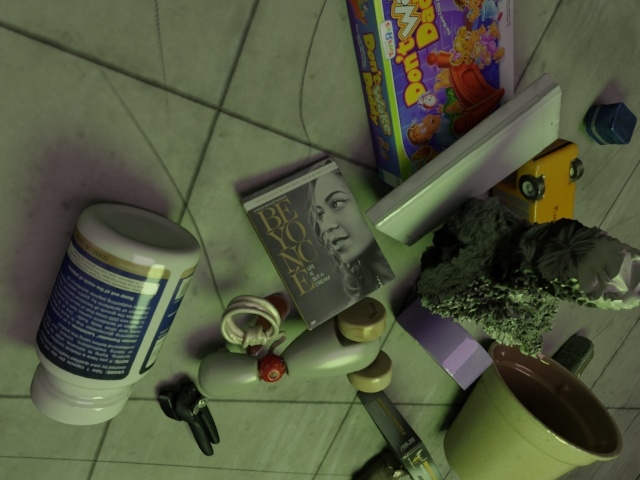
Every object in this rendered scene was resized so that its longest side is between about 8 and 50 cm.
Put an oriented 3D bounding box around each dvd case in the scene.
[{"bbox_3d":[0.000,0.000,0.692,0.165,0.018,0.221,-28,90,-19],"label":"dvd case"}]

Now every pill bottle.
[{"bbox_3d":[-0.275,0.097,0.595,0.153,0.153,0.264,18,105,-33],"label":"pill bottle"}]

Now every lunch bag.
[{"bbox_3d":[0.603,-0.241,0.940,0.099,0.065,0.067,23,87,-33],"label":"lunch bag"}]

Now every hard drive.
[{"bbox_3d":[0.234,-0.107,0.724,0.308,0.040,0.203,-38,157,16],"label":"hard drive"}]

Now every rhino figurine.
[{"bbox_3d":[0.123,0.612,1.105,0.243,0.106,0.073,-38,100,-5],"label":"rhino figurine"}]

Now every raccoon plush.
[{"bbox_3d":[0.346,0.110,0.698,0.299,0.446,0.216,33,97,-15],"label":"raccoon plush"}]

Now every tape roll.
[{"bbox_3d":[0.243,0.199,0.899,0.080,0.189,0.189,-44,126,-2],"label":"tape roll"}]

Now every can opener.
[{"bbox_3d":[-0.220,0.320,0.809,0.059,0.073,0.186,-58,142,-42],"label":"can opener"}]

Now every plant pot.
[{"bbox_3d":[0.478,0.471,1.109,0.334,0.333,0.305,11,120,-32],"label":"plant pot"}]

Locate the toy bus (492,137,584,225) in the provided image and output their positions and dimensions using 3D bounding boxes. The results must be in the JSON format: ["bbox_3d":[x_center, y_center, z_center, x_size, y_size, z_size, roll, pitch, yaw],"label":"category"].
[{"bbox_3d":[0.427,-0.040,0.908,0.108,0.130,0.332,-25,124,-14],"label":"toy bus"}]

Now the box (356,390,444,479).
[{"bbox_3d":[0.182,0.446,0.998,0.056,0.183,0.231,-33,125,-8],"label":"box"}]

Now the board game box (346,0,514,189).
[{"bbox_3d":[0.179,-0.274,0.689,0.234,0.078,0.346,-26,124,-14],"label":"board game box"}]

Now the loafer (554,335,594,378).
[{"bbox_3d":[0.702,0.393,1.298,0.251,0.094,0.087,-45,122,0],"label":"loafer"}]

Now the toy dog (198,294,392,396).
[{"bbox_3d":[-0.032,0.171,0.792,0.334,0.161,0.220,10,113,-16],"label":"toy dog"}]
